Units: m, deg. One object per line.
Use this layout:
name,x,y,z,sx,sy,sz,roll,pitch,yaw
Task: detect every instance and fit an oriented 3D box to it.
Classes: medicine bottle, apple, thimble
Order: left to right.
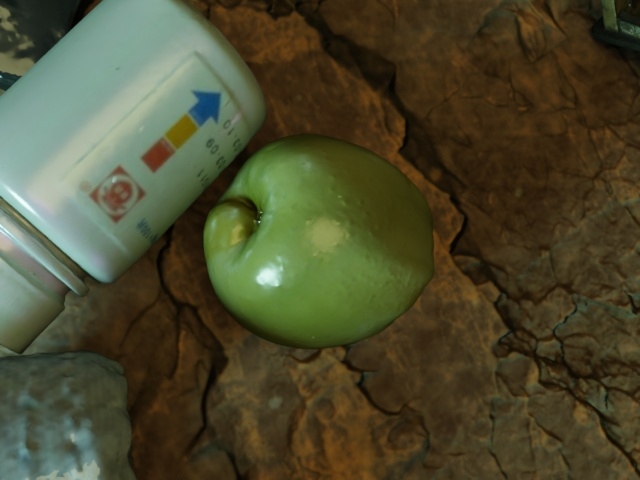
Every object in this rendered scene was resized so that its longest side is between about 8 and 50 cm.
thimble,-0.213,0.205,0.632,0.157,0.217,0.245,-5,110,-13
medicine bottle,-0.194,-0.058,0.683,0.170,0.170,0.293,43,76,-7
apple,0.000,0.000,0.718,0.200,0.200,0.200,1,85,-14

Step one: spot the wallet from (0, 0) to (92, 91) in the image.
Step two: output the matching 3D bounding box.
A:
wallet,-0.380,-0.263,0.716,0.377,0.051,0.197,18,78,-13

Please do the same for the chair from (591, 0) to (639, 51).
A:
chair,0.428,-0.241,0.860,0.203,0.416,0.240,-44,52,-14
